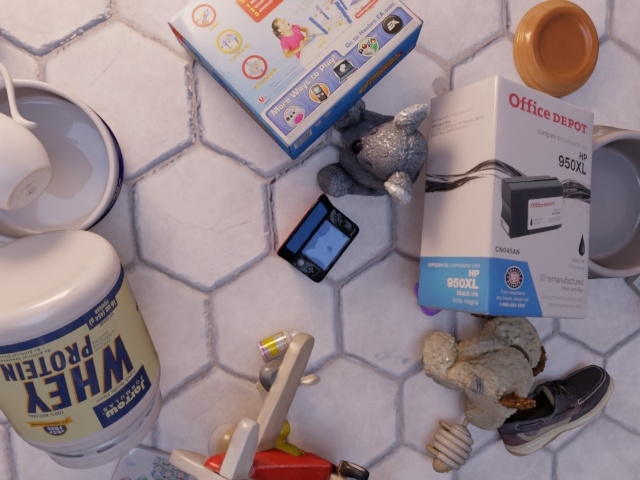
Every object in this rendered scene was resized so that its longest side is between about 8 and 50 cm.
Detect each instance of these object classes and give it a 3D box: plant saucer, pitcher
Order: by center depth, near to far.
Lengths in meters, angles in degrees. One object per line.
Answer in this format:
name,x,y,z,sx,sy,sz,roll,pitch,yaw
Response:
pitcher,-0.482,-0.159,0.738,0.207,0.125,0.178,40,72,-2
plant saucer,0.501,-0.404,1.064,0.199,0.037,0.200,-2,97,-12

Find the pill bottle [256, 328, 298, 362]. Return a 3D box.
pill bottle,-0.080,0.205,1.004,0.083,0.043,0.043,-23,101,-9

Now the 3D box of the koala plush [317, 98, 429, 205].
koala plush,0.123,-0.160,0.915,0.203,0.221,0.196,10,94,-13

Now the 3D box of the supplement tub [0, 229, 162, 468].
supplement tub,-0.390,0.172,0.794,0.235,0.235,0.325,-14,124,-10

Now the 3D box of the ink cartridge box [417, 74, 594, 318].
ink cartridge box,0.346,-0.063,0.938,0.285,0.166,0.395,7,85,-32

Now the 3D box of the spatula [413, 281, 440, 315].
spatula,0.333,0.071,1.085,0.296,0.030,0.084,-24,102,-9

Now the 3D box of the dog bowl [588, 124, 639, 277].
dog bowl,0.622,-0.077,1.095,0.348,0.102,0.349,-1,96,-12

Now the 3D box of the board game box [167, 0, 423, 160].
board game box,-0.042,-0.354,0.875,0.308,0.086,0.302,-43,83,-3

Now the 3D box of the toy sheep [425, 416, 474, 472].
toy sheep,0.282,0.437,1.090,0.091,0.091,0.132,35,83,-14

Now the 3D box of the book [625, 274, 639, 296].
book,0.788,0.069,1.183,0.096,0.035,0.144,40,87,-18

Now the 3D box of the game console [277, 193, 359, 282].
game console,0.000,0.000,0.976,0.124,0.085,0.144,39,88,-13

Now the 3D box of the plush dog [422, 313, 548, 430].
plush dog,0.373,0.243,1.049,0.262,0.210,0.225,47,59,-15

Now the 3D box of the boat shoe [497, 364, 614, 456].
boat shoe,0.515,0.360,1.123,0.285,0.103,0.092,-34,107,-1

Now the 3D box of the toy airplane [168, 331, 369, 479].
toy airplane,-0.122,0.405,0.902,0.386,0.272,0.385,-28,118,-41

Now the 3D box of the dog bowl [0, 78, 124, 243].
dog bowl,-0.473,-0.125,0.850,0.264,0.104,0.265,-1,96,-12

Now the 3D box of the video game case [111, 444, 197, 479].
video game case,-0.328,0.483,0.994,0.157,0.019,0.143,22,91,-13
